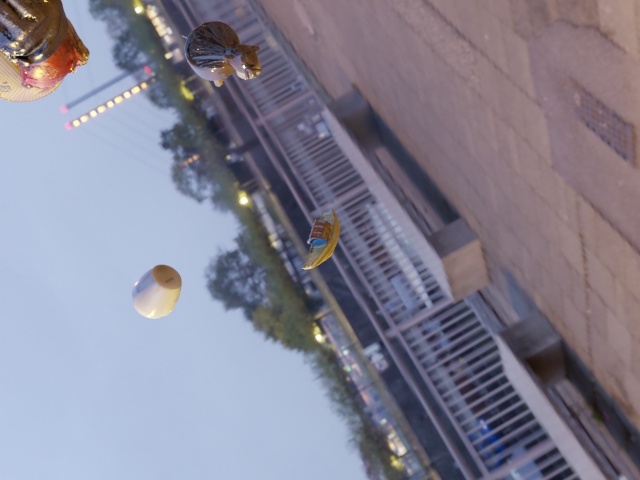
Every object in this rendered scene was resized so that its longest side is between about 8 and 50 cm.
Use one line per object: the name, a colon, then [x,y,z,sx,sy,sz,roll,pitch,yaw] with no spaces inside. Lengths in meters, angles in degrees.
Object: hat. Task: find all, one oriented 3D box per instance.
hat: [-0.651,-0.364,1.895,0.082,0.193,0.193,62,179,37]

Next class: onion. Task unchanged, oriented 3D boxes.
onion: [-0.558,-0.395,1.781,0.147,0.184,0.184,14,-163,-20]

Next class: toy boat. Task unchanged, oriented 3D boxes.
toy boat: [0.000,0.000,2.071,0.065,0.172,0.066,-13,139,45]

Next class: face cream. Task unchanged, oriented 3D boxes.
face cream: [-0.324,0.101,1.702,0.091,0.095,0.091,23,-143,-19]

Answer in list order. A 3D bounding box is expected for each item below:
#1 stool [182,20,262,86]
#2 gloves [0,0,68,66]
stool: [-0.214,-0.416,1.946,0.217,0.125,0.121,21,169,19]
gloves: [-0.442,-0.354,1.237,0.106,0.129,0.181,57,175,31]
